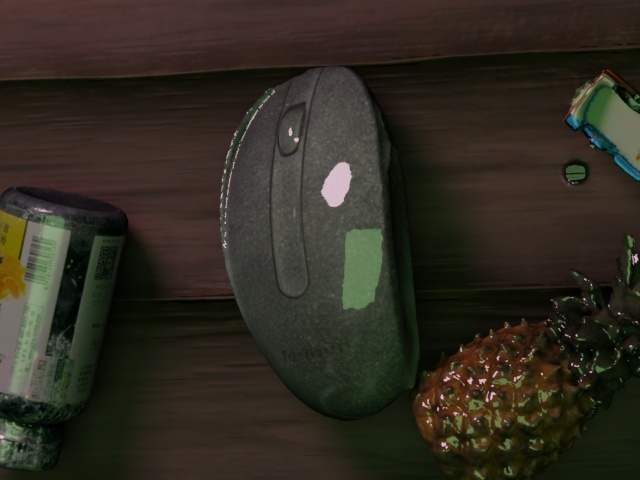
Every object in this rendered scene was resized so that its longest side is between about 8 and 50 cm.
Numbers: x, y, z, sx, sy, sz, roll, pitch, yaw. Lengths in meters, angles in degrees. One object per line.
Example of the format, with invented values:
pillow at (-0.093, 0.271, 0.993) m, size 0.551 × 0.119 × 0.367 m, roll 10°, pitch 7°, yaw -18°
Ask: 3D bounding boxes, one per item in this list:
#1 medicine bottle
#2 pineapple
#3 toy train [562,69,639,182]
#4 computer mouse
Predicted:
medicine bottle at (-0.303, 0.097, 1.761) m, size 0.141 × 0.141 × 0.293 m, roll 14°, pitch 97°, yaw 8°
pineapple at (0.260, 0.123, 1.665) m, size 0.340 × 0.169 × 0.169 m, roll -33°, pitch 89°, yaw 6°
toy train at (0.333, -0.094, 1.657) m, size 0.188 × 0.099 × 0.072 m, roll 40°, pitch 103°, yaw 3°
computer mouse at (0.000, 0.000, 1.677) m, size 0.203 × 0.114 × 0.373 m, roll -17°, pitch 81°, yaw 35°
